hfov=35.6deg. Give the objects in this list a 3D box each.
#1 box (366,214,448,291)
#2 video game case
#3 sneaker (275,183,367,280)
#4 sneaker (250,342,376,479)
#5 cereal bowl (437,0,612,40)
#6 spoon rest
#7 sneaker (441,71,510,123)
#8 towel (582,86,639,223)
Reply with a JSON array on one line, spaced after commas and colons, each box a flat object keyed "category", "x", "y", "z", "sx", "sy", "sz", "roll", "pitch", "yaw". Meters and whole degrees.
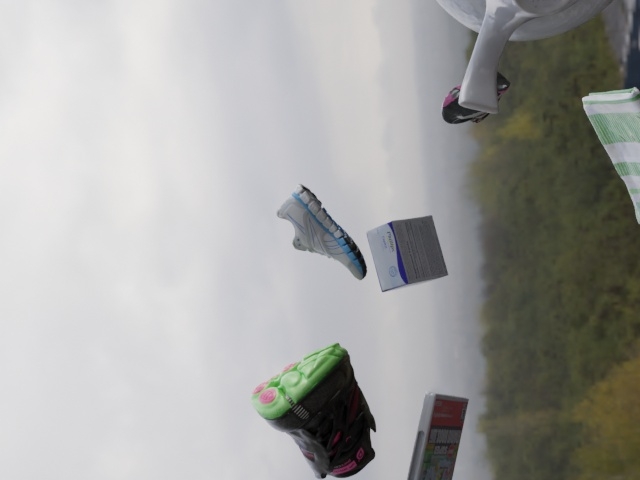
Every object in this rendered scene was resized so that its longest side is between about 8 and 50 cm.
[{"category": "box", "x": 0.169, "y": 0.025, "z": 1.938, "sx": 0.137, "sy": 0.072, "sz": 0.126, "roll": -8, "pitch": -99, "yaw": -48}, {"category": "video game case", "x": 0.223, "y": 0.445, "z": 1.966, "sx": 0.204, "sy": 0.025, "sz": 0.285, "roll": 22, "pitch": -101, "yaw": -61}, {"category": "sneaker", "x": 0.000, "y": 0.000, "z": 1.668, "sx": 0.191, "sy": 0.083, "sz": 0.071, "roll": 49, "pitch": -171, "yaw": -3}, {"category": "sneaker", "x": 0.020, "y": 0.314, "z": 1.767, "sx": 0.202, "sy": 0.185, "sz": 0.483, "roll": 58, "pitch": -176, "yaw": 19}, {"category": "cereal bowl", "x": 0.287, "y": -0.428, "z": 1.277, "sx": 0.141, "sy": 0.339, "sz": 0.339, "roll": -149, "pitch": 51, "yaw": -69}, {"category": "spoon rest", "x": 0.239, "y": -0.279, "z": 1.210, "sx": 0.276, "sy": 0.137, "sz": 0.084, "roll": 114, "pitch": 164, "yaw": -49}, {"category": "sneaker", "x": 0.279, "y": -0.240, "z": 1.806, "sx": 0.178, "sy": 0.072, "sz": 0.077, "roll": -29, "pitch": -30, "yaw": -39}, {"category": "towel", "x": 0.688, "y": -0.174, "z": 2.143, "sx": 0.325, "sy": 0.038, "sz": 0.248, "roll": 63, "pitch": 172, "yaw": -9}]
